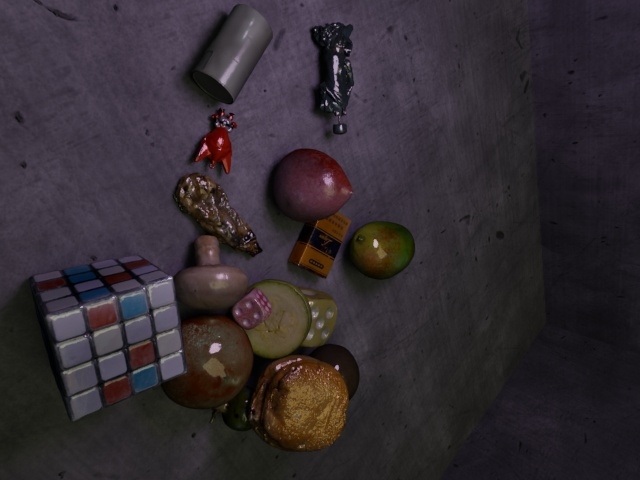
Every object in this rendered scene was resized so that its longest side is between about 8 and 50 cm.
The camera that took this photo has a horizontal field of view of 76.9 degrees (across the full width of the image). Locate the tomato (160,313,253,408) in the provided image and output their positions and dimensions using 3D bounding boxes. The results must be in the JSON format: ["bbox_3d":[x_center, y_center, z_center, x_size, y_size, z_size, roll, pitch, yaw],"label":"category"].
[{"bbox_3d":[-0.318,0.347,1.144,0.270,0.222,0.271,-14,113,-37],"label":"tomato"}]

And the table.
[{"bbox_3d":[-0.231,-0.489,1.068,0.126,0.126,0.220,37,77,-40],"label":"table"}]

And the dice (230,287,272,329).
[{"bbox_3d":[-0.205,0.202,1.199,0.091,0.094,0.093,-34,98,9],"label":"dice"}]

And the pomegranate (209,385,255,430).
[{"bbox_3d":[-0.274,0.544,1.302,0.169,0.148,0.149,4,100,-16],"label":"pomegranate"}]

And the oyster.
[{"bbox_3d":[-0.278,-0.062,1.184,0.345,0.078,0.129,50,60,-35],"label":"oyster"}]

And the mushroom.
[{"bbox_3d":[-0.297,0.103,1.128,0.206,0.206,0.209,50,47,-37],"label":"mushroom"}]

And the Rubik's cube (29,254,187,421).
[{"bbox_3d":[-0.490,0.201,0.939,0.253,0.256,0.259,-17,113,-37],"label":"Rubik's cube"}]

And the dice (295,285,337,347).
[{"bbox_3d":[-0.057,0.258,1.390,0.169,0.166,0.170,9,95,-41],"label":"dice"}]

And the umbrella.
[{"bbox_3d":[0.049,-0.526,1.322,0.143,0.094,0.349,-9,102,-20],"label":"umbrella"}]

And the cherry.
[{"bbox_3d":[-0.032,-0.168,1.257,0.206,0.239,0.240,11,94,-34],"label":"cherry"}]

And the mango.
[{"bbox_3d":[0.258,0.039,1.590,0.381,0.201,0.226,3,77,-52],"label":"mango"}]

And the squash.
[{"bbox_3d":[-0.150,0.245,1.267,0.049,0.251,0.252,-20,122,-80],"label":"squash"}]

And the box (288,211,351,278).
[{"bbox_3d":[0.000,0.000,1.440,0.152,0.070,0.237,31,78,-41],"label":"box"}]

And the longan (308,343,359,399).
[{"bbox_3d":[0.039,0.511,1.505,0.248,0.248,0.248,-12,109,-38],"label":"longan"}]

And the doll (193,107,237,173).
[{"bbox_3d":[-0.281,-0.281,1.125,0.109,0.057,0.169,18,90,-40],"label":"doll"}]

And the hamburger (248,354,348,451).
[{"bbox_3d":[-0.071,0.512,1.268,0.314,0.170,0.290,21,77,-26],"label":"hamburger"}]
